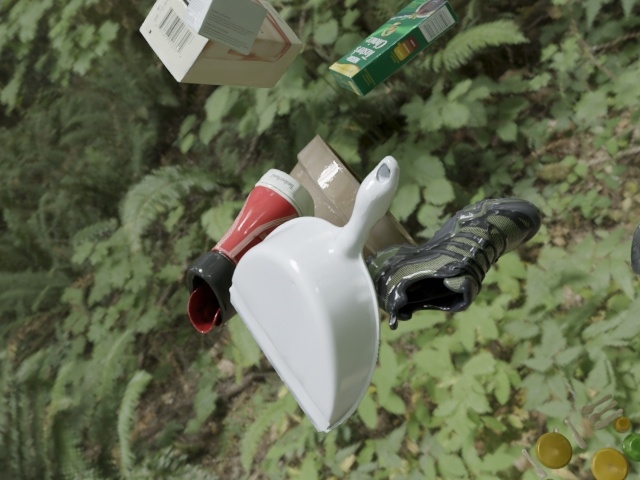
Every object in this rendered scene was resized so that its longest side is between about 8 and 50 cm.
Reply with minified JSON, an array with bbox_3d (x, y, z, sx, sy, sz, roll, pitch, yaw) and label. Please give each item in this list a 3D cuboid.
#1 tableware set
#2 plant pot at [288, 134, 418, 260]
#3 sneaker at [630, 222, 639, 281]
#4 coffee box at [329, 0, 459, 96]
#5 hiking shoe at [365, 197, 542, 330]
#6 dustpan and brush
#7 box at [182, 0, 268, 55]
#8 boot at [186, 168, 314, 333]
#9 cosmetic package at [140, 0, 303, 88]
[{"bbox_3d":[0.355,0.283,1.042,0.154,0.104,0.024,-33,-21,-4],"label":"tableware set"},{"bbox_3d":[0.000,0.000,1.553,0.280,0.323,0.323,-40,19,6],"label":"plant pot"},{"bbox_3d":[0.392,0.020,0.448,0.410,0.158,0.182,4,13,28],"label":"sneaker"},{"bbox_3d":[0.107,-0.293,1.178,0.184,0.040,0.113,-38,26,0],"label":"coffee box"},{"bbox_3d":[0.166,0.034,0.907,0.227,0.086,0.114,-26,42,-1],"label":"hiking shoe"},{"bbox_3d":[0.005,0.023,0.543,0.060,0.147,0.211,-24,-28,-28],"label":"dustpan and brush"},{"bbox_3d":[-0.162,-0.380,1.323,0.087,0.102,0.101,-64,33,15],"label":"box"},{"bbox_3d":[-0.075,0.052,0.894,0.176,0.088,0.244,-52,-24,-20],"label":"boot"},{"bbox_3d":[-0.190,-0.405,1.570,0.129,0.153,0.296,-47,-17,29],"label":"cosmetic package"}]
